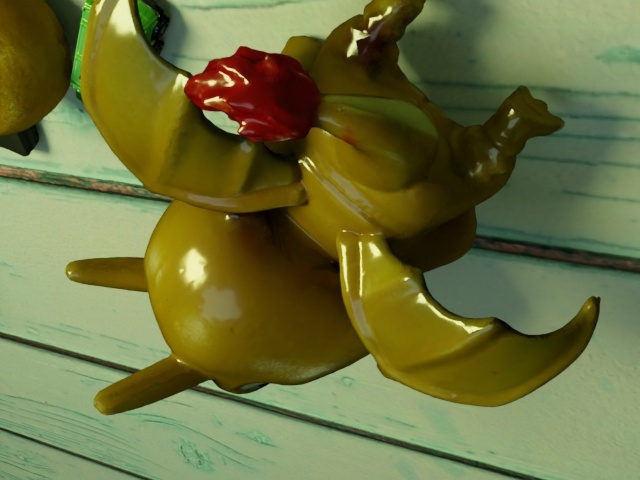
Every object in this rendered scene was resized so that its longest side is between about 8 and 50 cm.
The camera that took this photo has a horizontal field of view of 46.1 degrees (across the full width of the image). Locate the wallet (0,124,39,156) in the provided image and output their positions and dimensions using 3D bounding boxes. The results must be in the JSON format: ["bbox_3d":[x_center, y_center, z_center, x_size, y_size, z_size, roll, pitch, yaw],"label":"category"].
[{"bbox_3d":[-0.457,-0.186,0.904,0.250,0.044,0.149,17,141,17],"label":"wallet"}]

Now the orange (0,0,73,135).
[{"bbox_3d":[-0.318,-0.182,0.745,0.136,0.159,0.159,-12,139,-16],"label":"orange"}]

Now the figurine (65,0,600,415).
[{"bbox_3d":[-0.027,-0.026,0.626,0.400,0.268,0.387,32,127,-16],"label":"figurine"}]

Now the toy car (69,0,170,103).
[{"bbox_3d":[-0.205,-0.175,0.738,0.071,0.063,0.165,33,140,-2],"label":"toy car"}]
